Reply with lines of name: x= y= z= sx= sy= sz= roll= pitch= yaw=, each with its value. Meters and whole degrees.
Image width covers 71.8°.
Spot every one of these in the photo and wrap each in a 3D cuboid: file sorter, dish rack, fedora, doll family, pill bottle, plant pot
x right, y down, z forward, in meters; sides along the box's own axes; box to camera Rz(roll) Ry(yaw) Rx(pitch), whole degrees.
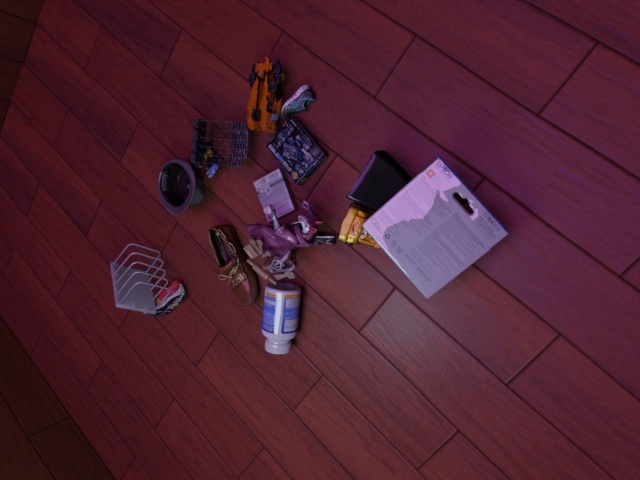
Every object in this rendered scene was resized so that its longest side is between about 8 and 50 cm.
file sorter: x=-0.847 y=0.174 z=2.090 sx=0.173 sy=0.192 sz=0.278 roll=-46 pitch=48 yaw=17
dish rack: x=-0.426 y=-0.412 z=1.880 sx=0.271 sy=0.074 sz=0.208 roll=7 pitch=94 yaw=15
fedora: x=-0.622 y=-0.244 z=2.022 sx=0.275 sy=0.124 sz=0.244 roll=41 pitch=109 yaw=27
doll family: x=-0.491 y=-0.369 z=1.977 sx=0.111 sy=0.076 sz=0.193 roll=-43 pitch=80 yaw=19
pill bottle: x=-0.164 y=0.319 z=1.823 sx=0.152 sy=0.152 sz=0.272 roll=11 pitch=100 yaw=26
plant pot: x=0.225 y=-0.194 z=1.568 sx=0.167 sy=0.187 sz=0.188 roll=36 pitch=110 yaw=7

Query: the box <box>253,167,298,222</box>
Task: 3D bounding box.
box: x=-0.189 y=-0.187 z=1.853 sx=0.145 sy=0.038 sz=0.186 roll=-24 pitch=83 yaw=27

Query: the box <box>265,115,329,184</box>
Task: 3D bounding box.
box: x=-0.096 y=-0.363 z=1.781 sx=0.175 sy=0.051 sz=0.220 roll=-45 pitch=75 yaw=23

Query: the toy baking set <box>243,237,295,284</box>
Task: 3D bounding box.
toy baking set: x=-0.211 y=0.093 z=1.725 sx=0.256 sy=0.030 sz=0.197 roll=41 pitch=147 yaw=12

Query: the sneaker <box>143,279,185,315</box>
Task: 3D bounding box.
sneaker: x=-0.765 y=0.285 z=2.176 sx=0.279 sy=0.107 sz=0.118 roll=-32 pitch=61 yaw=23

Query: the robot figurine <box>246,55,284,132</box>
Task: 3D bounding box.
robot figurine: x=-0.223 y=-0.590 z=1.792 sx=0.211 sy=0.085 sz=0.291 roll=21 pitch=105 yaw=44

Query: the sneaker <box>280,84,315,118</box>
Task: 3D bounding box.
sneaker: x=-0.090 y=-0.538 z=1.759 sx=0.166 sy=0.065 sz=0.076 roll=-41 pitch=81 yaw=26

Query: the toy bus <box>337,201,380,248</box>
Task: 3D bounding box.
toy bus: x=0.187 y=-0.033 z=1.579 sx=0.211 sy=0.220 sz=0.150 roll=26 pitch=102 yaw=15

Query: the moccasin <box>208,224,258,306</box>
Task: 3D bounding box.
moccasin: x=-0.384 y=0.109 z=1.918 sx=0.139 sy=0.147 sz=0.380 roll=-21 pitch=85 yaw=27

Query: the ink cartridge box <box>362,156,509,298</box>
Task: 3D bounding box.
ink cartridge box: x=0.361 y=-0.038 z=1.416 sx=0.330 sy=0.071 sz=0.324 roll=-42 pitch=86 yaw=13

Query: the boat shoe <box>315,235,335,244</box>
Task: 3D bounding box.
boat shoe: x=0.000 y=0.000 z=1.770 sx=0.125 sy=0.046 sz=0.038 roll=0 pitch=90 yaw=19

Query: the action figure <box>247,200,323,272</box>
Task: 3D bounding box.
action figure: x=-0.124 y=-0.005 z=1.670 sx=0.370 sy=0.248 sz=0.276 roll=-7 pitch=92 yaw=52
